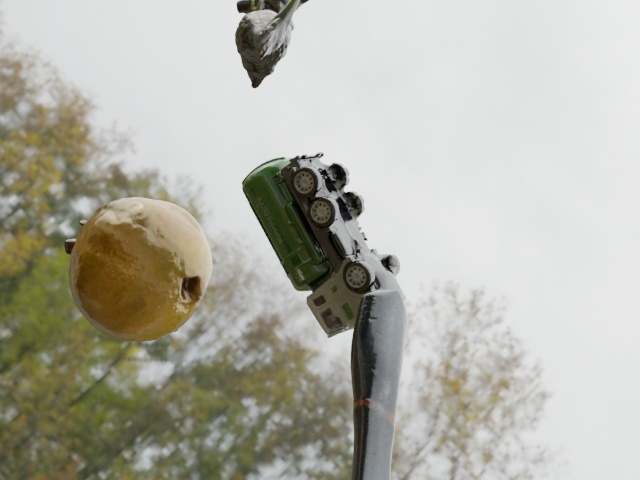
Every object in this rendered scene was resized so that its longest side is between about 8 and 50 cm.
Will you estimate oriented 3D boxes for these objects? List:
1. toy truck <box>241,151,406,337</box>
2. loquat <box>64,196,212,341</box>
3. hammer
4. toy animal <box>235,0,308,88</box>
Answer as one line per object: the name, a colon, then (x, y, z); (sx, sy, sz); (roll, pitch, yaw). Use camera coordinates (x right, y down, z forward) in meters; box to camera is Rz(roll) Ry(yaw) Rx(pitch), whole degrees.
toy truck: (0.000, 0.000, 1.512); (0.125, 0.101, 0.242); (-33, -98, 24)
loquat: (-0.273, 0.045, 1.841); (0.238, 0.238, 0.193); (32, 13, 29)
hammer: (0.045, 0.165, 0.933); (0.137, 0.290, 0.037); (24, -37, -23)
toy animal: (-0.049, -0.188, 1.129); (0.070, 0.105, 0.202); (13, 12, -7)
